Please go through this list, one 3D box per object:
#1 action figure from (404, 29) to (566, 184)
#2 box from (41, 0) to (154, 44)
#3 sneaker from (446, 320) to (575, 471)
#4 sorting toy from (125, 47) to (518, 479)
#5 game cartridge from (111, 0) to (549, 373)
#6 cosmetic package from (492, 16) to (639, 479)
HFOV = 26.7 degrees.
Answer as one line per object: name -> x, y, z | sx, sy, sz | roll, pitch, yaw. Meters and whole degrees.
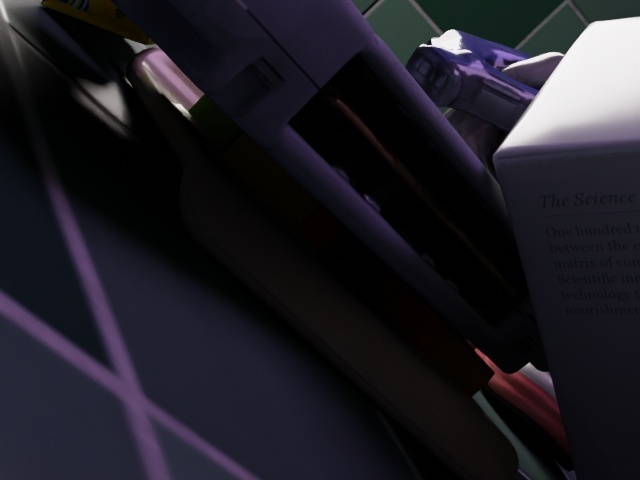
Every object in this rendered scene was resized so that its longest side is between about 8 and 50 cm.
action figure -> 0.151, -0.008, 0.775 | 0.341, 0.178, 0.330 | 15, 12, -23
box -> -0.090, -0.135, 0.680 | 0.054, 0.059, 0.169 | 23, 8, -5
sneaker -> 0.168, 0.047, 0.956 | 0.116, 0.136, 0.314 | 46, 6, -18
sorting toy -> 0.000, 0.000, 0.596 | 0.193, 0.038, 0.208 | 44, 7, -24
game cartridge -> -0.012, -0.064, 0.524 | 0.198, 0.062, 0.297 | 52, 6, 36
cosmetic package -> 0.210, 0.030, 0.502 | 0.138, 0.224, 0.224 | -51, 131, -49
